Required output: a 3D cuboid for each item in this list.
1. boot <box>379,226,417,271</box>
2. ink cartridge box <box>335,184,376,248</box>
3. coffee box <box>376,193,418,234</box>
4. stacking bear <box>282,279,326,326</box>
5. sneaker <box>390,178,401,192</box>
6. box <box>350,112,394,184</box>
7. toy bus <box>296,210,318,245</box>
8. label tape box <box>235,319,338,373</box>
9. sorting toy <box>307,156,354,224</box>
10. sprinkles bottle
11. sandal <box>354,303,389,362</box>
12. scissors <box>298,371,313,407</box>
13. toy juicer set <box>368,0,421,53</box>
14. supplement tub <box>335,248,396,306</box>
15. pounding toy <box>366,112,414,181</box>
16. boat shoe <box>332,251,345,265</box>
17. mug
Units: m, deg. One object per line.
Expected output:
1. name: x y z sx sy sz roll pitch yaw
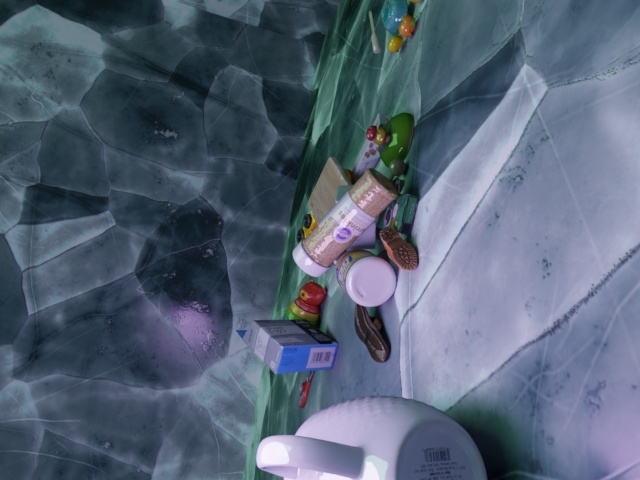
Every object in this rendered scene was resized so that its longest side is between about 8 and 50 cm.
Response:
1. boot: 0.217 0.040 1.222 0.157 0.059 0.084 -116 3 -46
2. ink cartridge box: 0.114 -0.077 1.457 0.128 0.128 0.176 -81 -9 -61
3. coffee box: 0.222 -0.080 1.322 0.184 0.041 0.113 -157 79 -77
4. stacking bear: -0.076 0.317 2.005 0.175 0.164 0.288 38 107 41
5. sneaker: 0.210 -0.165 1.416 0.119 0.057 0.047 141 142 -70
6. box: 0.181 -0.318 1.668 0.323 0.063 0.067 116 162 -48
7. toy bus: 0.000 0.000 2.025 0.211 0.150 0.220 -111 35 -44
8. label tape box: -0.137 0.372 1.735 0.348 0.249 0.115 28 107 52
9. sorting toy: 0.077 -0.139 1.726 0.257 0.090 0.255 63 143 31
10. sprinkles bottle: 0.067 -0.048 1.333 0.355 0.121 0.121 -47 25 24
11. sandal: 0.152 0.257 1.299 0.219 0.060 0.089 -125 40 -53
12. scissors: -0.046 0.599 1.926 0.108 0.021 0.296 -90 18 -51
13. toy juicer set: 0.275 -0.788 1.668 0.329 0.090 0.208 -163 72 -69
14. supplement tub: 0.125 0.103 1.339 0.200 0.145 0.144 -144 66 -76
15. pounding toy: 0.205 -0.303 1.446 0.183 0.110 0.236 140 140 -71
16. boat shoe: 0.068 0.080 1.813 0.183 0.065 0.083 -90 15 -66
17. mug: 0.073 0.399 0.785 0.328 0.375 0.275 133 152 -56
